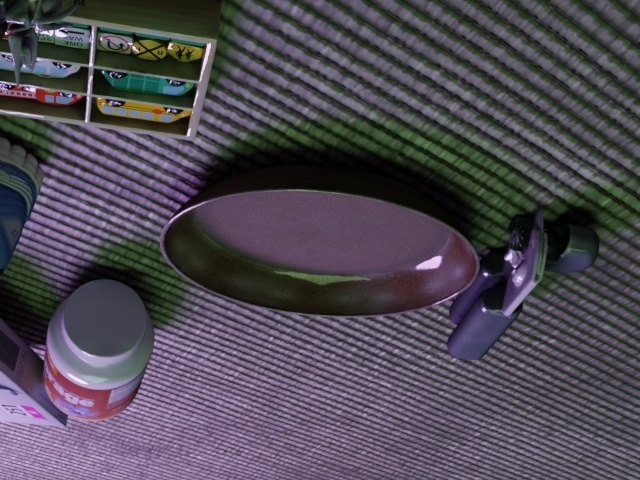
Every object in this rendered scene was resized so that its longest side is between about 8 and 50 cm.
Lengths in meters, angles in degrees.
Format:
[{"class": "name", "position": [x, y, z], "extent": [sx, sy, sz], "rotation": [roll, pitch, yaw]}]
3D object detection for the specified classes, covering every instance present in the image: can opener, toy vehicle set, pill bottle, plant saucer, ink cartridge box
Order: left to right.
[{"class": "ink cartridge box", "position": [-0.457, 0.151, 1.663], "extent": [0.239, 0.060, 0.275], "rotation": [3, 156, 12]}, {"class": "toy vehicle set", "position": [-0.218, -0.148, 1.060], "extent": [0.267, 0.035, 0.166], "rotation": [8, 156, -7]}, {"class": "pill bottle", "position": [-0.256, 0.124, 1.579], "extent": [0.121, 0.121, 0.216], "rotation": [9, 156, -9]}, {"class": "plant saucer", "position": [0.000, 0.000, 1.341], "extent": [0.311, 0.050, 0.310], "rotation": [3, 156, 1]}, {"class": "can opener", "position": [0.204, 0.054, 1.393], "extent": [0.095, 0.076, 0.283], "rotation": [8, 157, -5]}]

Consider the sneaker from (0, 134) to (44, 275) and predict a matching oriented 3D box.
[{"class": "sneaker", "position": [-0.387, -0.054, 1.168], "extent": [0.330, 0.147, 0.130], "rotation": [26, 149, -38]}]

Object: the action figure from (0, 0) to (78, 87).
[{"class": "action figure", "position": [-0.305, -0.151, 0.922], "extent": [0.285, 0.099, 0.185], "rotation": [-1, 136, 0]}]
